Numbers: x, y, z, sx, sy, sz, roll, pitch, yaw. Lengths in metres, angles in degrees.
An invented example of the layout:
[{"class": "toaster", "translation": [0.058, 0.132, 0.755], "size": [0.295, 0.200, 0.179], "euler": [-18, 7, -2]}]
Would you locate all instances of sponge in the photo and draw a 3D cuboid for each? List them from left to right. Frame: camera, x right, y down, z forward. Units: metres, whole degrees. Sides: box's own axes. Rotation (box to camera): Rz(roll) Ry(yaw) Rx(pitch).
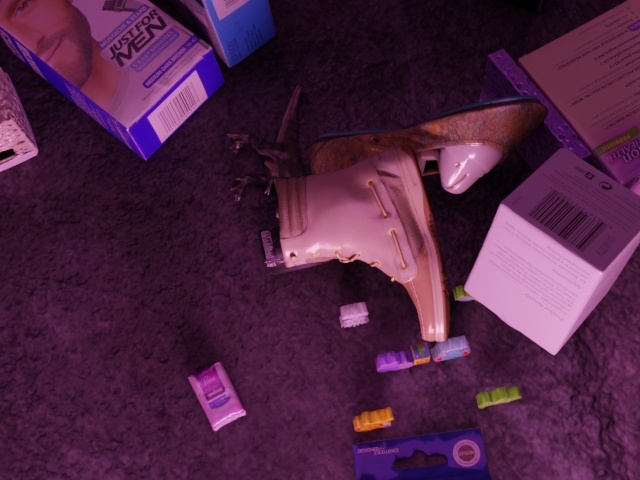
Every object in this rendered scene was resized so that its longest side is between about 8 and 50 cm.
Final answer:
[{"class": "sponge", "translation": [0.303, -0.163, 1.339], "size": [0.031, 0.117, 0.210], "euler": [-27, 66, -12]}]

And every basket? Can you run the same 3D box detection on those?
[{"class": "basket", "translation": [-0.526, -0.199, 1.447], "size": [0.113, 0.103, 0.167], "euler": [-25, 65, -6]}]

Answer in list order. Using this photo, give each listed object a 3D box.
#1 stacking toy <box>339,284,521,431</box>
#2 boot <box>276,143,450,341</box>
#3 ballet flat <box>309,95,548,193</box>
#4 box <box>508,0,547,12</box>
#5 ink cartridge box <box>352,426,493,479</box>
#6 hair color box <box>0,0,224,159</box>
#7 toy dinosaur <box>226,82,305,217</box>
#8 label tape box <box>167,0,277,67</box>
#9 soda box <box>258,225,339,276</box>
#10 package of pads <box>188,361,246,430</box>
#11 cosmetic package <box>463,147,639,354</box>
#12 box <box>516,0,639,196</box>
[{"class": "stacking toy", "translation": [0.139, 0.155, 1.256], "size": [0.221, 0.052, 0.166], "euler": [-10, 66, -2]}, {"class": "boot", "translation": [0.056, 0.022, 1.233], "size": [0.204, 0.095, 0.261], "euler": [-14, 88, 7]}, {"class": "ballet flat", "translation": [0.147, -0.111, 1.305], "size": [0.349, 0.123, 0.123], "euler": [-8, 64, 23]}, {"class": "box", "translation": [0.275, -0.587, 1.495], "size": [0.343, 0.179, 0.312], "euler": [28, 73, 16]}, {"class": "ink cartridge box", "translation": [0.143, 0.414, 1.135], "size": [0.176, 0.069, 0.370], "euler": [-8, 63, 2]}, {"class": "hair color box", "translation": [-0.339, -0.303, 1.473], "size": [0.339, 0.110, 0.185], "euler": [37, 76, 21]}, {"class": "toy dinosaur", "translation": [-0.076, -0.120, 1.391], "size": [0.118, 0.064, 0.268], "euler": [-8, 54, 9]}, {"class": "label tape box", "translation": [-0.221, -0.462, 1.458], "size": [0.106, 0.240, 0.333], "euler": [-37, 67, -9]}, {"class": "soda box", "translation": [0.000, 0.000, 1.330], "size": [0.169, 0.060, 0.053], "euler": [-13, 67, -1]}, {"class": "package of pads", "translation": [-0.139, 0.211, 1.267], "size": [0.050, 0.032, 0.083], "euler": [-27, 66, -9]}, {"class": "cosmetic package", "translation": [0.305, 0.014, 1.206], "size": [0.151, 0.183, 0.151], "euler": [38, 55, 19]}, {"class": "box", "translation": [0.433, -0.192, 1.339], "size": [0.214, 0.117, 0.243], "euler": [-29, 66, -7]}]
